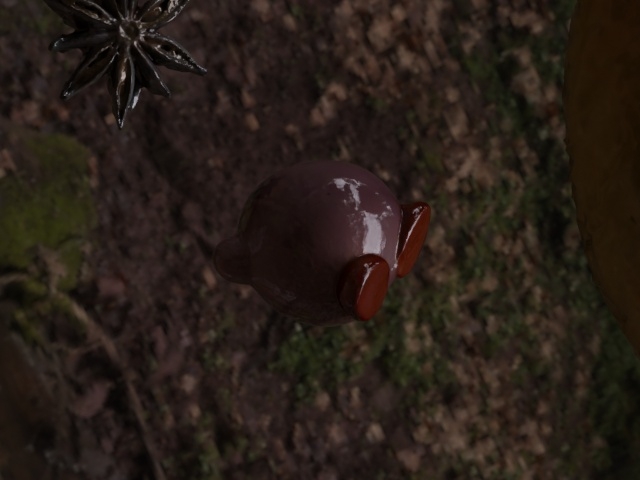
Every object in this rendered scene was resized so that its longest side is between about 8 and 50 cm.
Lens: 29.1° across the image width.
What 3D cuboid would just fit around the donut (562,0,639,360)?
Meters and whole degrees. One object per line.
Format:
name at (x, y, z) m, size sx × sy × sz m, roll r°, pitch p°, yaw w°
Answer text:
donut at (0.261, -0.049, 0.600) m, size 0.377 × 0.163 × 0.435 m, roll -12°, pitch -99°, yaw 63°

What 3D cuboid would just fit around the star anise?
star anise at (-0.217, -0.228, 1.337) m, size 0.182 × 0.195 × 0.065 m, roll 62°, pitch -17°, yaw -18°

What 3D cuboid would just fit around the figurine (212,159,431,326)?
figurine at (0.000, 0.000, 1.205) m, size 0.173 × 0.173 × 0.173 m, roll -25°, pitch 90°, yaw -86°
